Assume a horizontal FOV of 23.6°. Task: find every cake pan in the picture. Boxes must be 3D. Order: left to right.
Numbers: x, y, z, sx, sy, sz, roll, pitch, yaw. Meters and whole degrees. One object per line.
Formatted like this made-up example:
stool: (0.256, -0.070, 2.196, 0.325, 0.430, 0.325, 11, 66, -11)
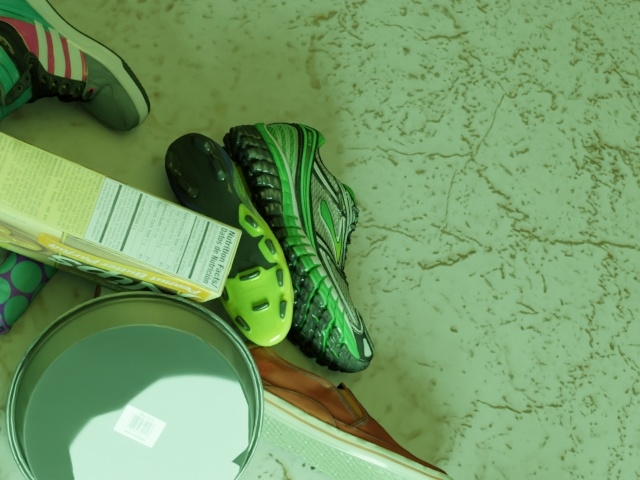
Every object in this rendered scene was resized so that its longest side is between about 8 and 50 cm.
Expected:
cake pan: (-0.205, 0.203, 1.718, 0.293, 0.054, 0.293, -3, 106, -10)

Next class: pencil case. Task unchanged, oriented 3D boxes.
pencil case: (-0.354, 0.036, 1.804, 0.070, 0.064, 0.151, 44, 61, -20)

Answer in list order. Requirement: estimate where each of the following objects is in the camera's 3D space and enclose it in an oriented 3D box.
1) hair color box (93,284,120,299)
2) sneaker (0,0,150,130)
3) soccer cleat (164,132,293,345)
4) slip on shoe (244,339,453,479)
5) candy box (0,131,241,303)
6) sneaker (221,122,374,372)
hair color box: (-0.223, 0.060, 1.852, 0.093, 0.053, 0.167, 17, 68, -15)
sneaker: (-0.346, -0.186, 1.825, 0.295, 0.124, 0.178, 41, 59, -27)
soccer cleat: (-0.102, -0.002, 1.881, 0.093, 0.121, 0.289, -28, 74, 3)
slip on shoe: (0.022, 0.224, 1.856, 0.331, 0.123, 0.101, 29, 60, -4)
candy box: (-0.268, -0.019, 1.713, 0.316, 0.183, 0.087, 22, 74, -18)
sneaker: (0.000, 0.000, 1.914, 0.146, 0.134, 0.343, -14, 76, -25)
